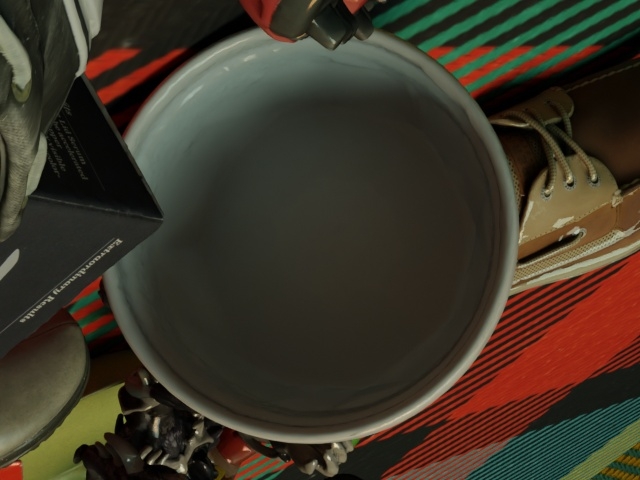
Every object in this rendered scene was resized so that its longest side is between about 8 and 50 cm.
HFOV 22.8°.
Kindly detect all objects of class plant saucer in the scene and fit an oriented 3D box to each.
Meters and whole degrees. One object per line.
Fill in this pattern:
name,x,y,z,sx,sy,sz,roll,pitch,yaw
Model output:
plant saucer,-0.177,0.141,1.121,0.241,0.037,0.241,-28,160,-11

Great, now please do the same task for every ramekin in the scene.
ramekin,0.000,0.000,0.812,0.207,0.207,0.109,-33,169,4

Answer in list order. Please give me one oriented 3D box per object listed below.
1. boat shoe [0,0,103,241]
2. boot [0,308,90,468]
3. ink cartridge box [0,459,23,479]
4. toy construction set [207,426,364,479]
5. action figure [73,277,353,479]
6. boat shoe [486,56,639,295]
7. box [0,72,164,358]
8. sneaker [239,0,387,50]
boat shoe,-0.113,-0.057,0.375,0.121,0.119,0.335,4,174,8
boot,-0.230,0.073,0.830,0.246,0.083,0.161,-24,153,-23
ink cartridge box,-0.320,0.243,1.051,0.275,0.060,0.239,-13,157,-16
toy construction set,-0.129,0.274,1.229,0.309,0.257,0.237,-6,180,30
action figure,-0.074,0.120,0.985,0.164,0.141,0.276,-34,147,-37
boat shoe,0.139,-0.033,1.054,0.324,0.123,0.116,-33,158,0
box,-0.190,-0.015,0.626,0.153,0.108,0.207,-38,160,19
sneaker,-0.011,-0.145,0.604,0.097,0.135,0.276,-49,180,12
